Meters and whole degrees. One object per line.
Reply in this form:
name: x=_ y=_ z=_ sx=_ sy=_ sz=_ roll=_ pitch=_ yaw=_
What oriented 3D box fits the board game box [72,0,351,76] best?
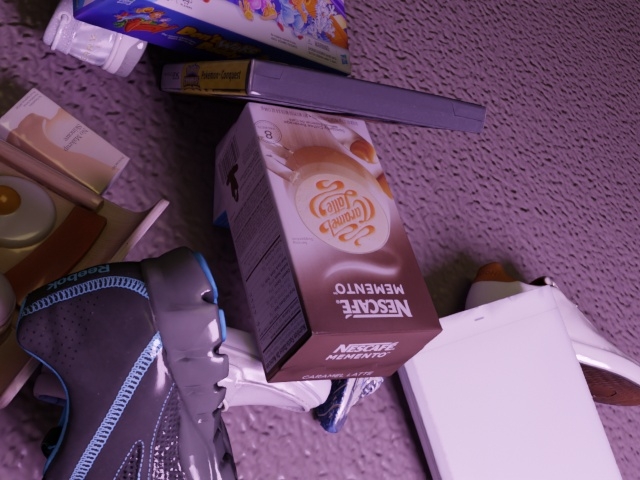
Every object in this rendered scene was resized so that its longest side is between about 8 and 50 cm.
board game box: x=-0.106 y=-0.318 z=0.797 sx=0.347 sy=0.078 sz=0.234 roll=2 pitch=80 yaw=-53

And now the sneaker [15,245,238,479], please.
sneaker: x=-0.133 y=0.173 z=0.557 sx=0.139 sy=0.125 sz=0.341 roll=-9 pitch=106 yaw=-13

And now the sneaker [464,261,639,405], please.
sneaker: x=0.317 y=0.114 z=0.929 sx=0.290 sy=0.106 sz=0.123 roll=28 pitch=57 yaw=-16

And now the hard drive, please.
hard drive: x=0.214 y=0.222 z=0.796 sx=0.202 sy=0.040 sz=0.308 roll=-15 pitch=79 yaw=-16

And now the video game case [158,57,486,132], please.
video game case: x=-0.006 y=-0.156 z=0.791 sx=0.274 sy=0.248 sz=0.035 roll=3 pitch=99 yaw=-31

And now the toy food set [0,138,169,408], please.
toy food set: x=-0.311 y=-0.030 z=0.587 sx=0.306 sy=0.092 sz=0.220 roll=30 pitch=52 yaw=-1

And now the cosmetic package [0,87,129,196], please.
cosmetic package: x=-0.254 y=-0.088 z=0.714 sx=0.115 sy=0.041 sz=0.060 roll=36 pitch=52 yaw=-12

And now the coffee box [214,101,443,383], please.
coffee box: x=0.000 y=0.000 z=0.689 sx=0.141 sy=0.098 sz=0.247 roll=2 pitch=56 yaw=-32

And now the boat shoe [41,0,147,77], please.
boat shoe: x=-0.238 y=-0.335 z=0.807 sx=0.103 sy=0.118 sz=0.321 roll=13 pitch=67 yaw=-32

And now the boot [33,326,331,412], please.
boot: x=-0.122 y=0.137 z=0.660 sx=0.258 sy=0.095 sz=0.124 roll=23 pitch=61 yaw=-11

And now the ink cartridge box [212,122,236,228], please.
ink cartridge box: x=-0.028 y=-0.055 z=0.828 sx=0.180 sy=0.060 sz=0.104 roll=13 pitch=59 yaw=-26

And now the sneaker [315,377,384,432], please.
sneaker: x=0.041 y=0.148 z=0.774 sx=0.058 sy=0.052 sz=0.135 roll=37 pitch=52 yaw=-17
